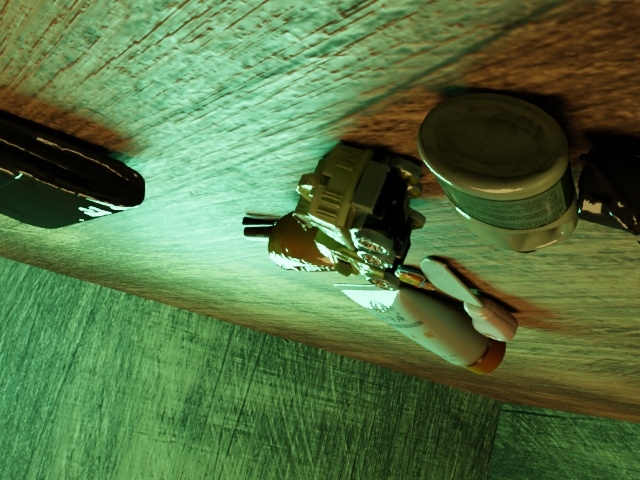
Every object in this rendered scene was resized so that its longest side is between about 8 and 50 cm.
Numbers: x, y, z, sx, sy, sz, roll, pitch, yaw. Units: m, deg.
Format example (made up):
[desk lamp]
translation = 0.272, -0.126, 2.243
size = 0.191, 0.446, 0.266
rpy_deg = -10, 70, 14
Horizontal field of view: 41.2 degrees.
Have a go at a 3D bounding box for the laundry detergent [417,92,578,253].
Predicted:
[laundry detergent]
translation = 0.143, -0.034, 0.641
size = 0.099, 0.070, 0.225
rpy_deg = 8, 167, 22

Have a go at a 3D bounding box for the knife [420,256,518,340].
[knife]
translation = 0.206, 0.075, 1.227
size = 0.081, 0.043, 0.336
rpy_deg = 16, 166, 35

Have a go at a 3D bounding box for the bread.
[bread]
translation = 0.000, 0.000, 0.970
size = 0.114, 0.077, 0.189
rpy_deg = -2, 180, -21

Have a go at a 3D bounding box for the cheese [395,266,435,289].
[cheese]
translation = 0.135, 0.056, 1.224
size = 0.047, 0.017, 0.111
rpy_deg = 12, 170, 28

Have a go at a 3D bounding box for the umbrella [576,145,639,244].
[umbrella]
translation = 0.324, 0.025, 0.528
size = 0.336, 0.154, 0.128
rpy_deg = 11, 128, 11

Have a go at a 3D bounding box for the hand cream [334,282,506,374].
[hand cream]
translation = 0.176, 0.126, 1.375
size = 0.314, 0.089, 0.139
rpy_deg = 30, 161, -29

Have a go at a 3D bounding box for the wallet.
[wallet]
translation = -0.387, -0.076, 1.087
size = 0.228, 0.062, 0.406
rpy_deg = 20, 167, -27

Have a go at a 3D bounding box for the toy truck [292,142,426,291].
[toy truck]
translation = 0.029, -0.024, 0.793
size = 0.116, 0.085, 0.191
rpy_deg = 21, 167, 14

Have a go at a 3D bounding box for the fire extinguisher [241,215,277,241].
[fire extinguisher]
translation = -0.069, -0.017, 1.108
size = 0.100, 0.032, 0.046
rpy_deg = 2, 129, 47
